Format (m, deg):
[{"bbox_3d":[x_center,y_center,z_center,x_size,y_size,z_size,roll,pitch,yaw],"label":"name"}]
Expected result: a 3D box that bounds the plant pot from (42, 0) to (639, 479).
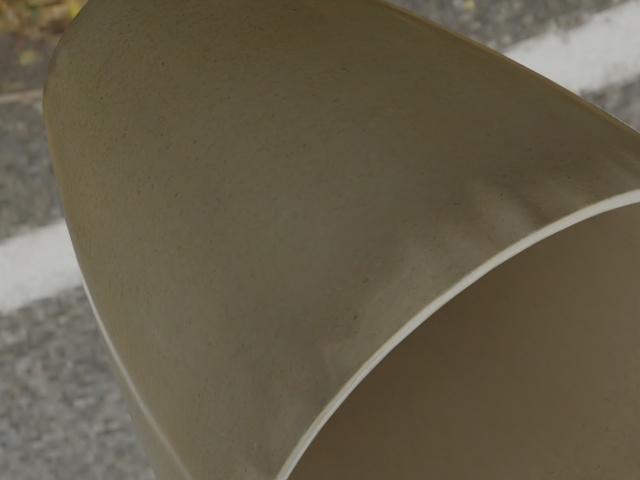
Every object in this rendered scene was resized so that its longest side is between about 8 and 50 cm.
[{"bbox_3d":[0.000,0.000,0.769,0.256,0.274,0.256,-26,142,-22],"label":"plant pot"}]
